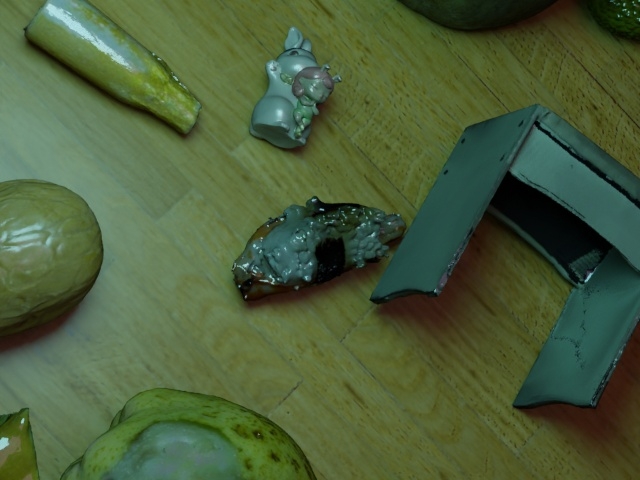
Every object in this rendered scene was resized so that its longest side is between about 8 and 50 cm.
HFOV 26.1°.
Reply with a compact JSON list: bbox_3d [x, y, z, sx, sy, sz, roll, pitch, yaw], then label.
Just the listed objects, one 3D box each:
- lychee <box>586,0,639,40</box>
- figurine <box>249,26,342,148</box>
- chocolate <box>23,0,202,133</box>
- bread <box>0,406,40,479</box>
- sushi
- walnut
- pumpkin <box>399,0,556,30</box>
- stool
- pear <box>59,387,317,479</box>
[{"bbox_3d":[0.417,-0.315,1.785,0.146,0.114,0.114,-3,79,2],"label":"lychee"},{"bbox_3d":[-0.018,-0.181,1.638,0.098,0.081,0.146,15,70,25],"label":"figurine"},{"bbox_3d":[-0.232,-0.200,1.584,0.219,0.085,0.086,38,71,-11],"label":"chocolate"},{"bbox_3d":[-0.283,0.381,1.368,0.245,0.233,0.362,-42,98,-21],"label":"bread"},{"bbox_3d":[0.001,-0.002,1.597,0.226,0.103,0.097,-18,86,-27],"label":"sushi"},{"bbox_3d":[-0.327,0.018,1.458,0.197,0.165,0.165,-16,84,-9],"label":"walnut"},{"bbox_3d":[0.193,-0.411,1.703,0.332,0.199,0.332,7,70,-20],"label":"pumpkin"},{"bbox_3d":[0.244,0.022,1.614,0.243,0.170,0.270,35,72,-16],"label":"stool"},{"bbox_3d":[-0.138,0.282,1.435,0.271,0.271,0.271,3,78,-16],"label":"pear"}]
